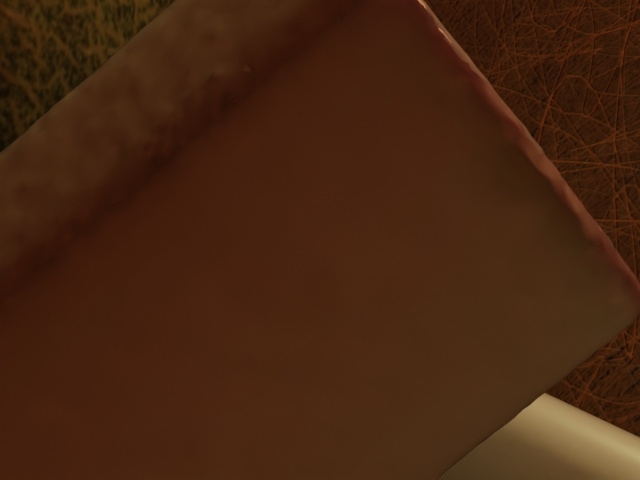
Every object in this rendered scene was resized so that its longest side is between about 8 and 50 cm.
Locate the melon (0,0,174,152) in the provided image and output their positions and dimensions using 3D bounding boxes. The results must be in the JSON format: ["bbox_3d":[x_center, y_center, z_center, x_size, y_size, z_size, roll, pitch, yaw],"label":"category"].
[{"bbox_3d":[-0.173,-0.092,0.484,0.248,0.249,0.329,55,-8,39],"label":"melon"}]

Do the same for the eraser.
[{"bbox_3d":[-0.052,0.049,0.447,0.174,0.270,0.095,44,10,-46],"label":"eraser"}]

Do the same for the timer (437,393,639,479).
[{"bbox_3d":[0.042,0.155,0.610,0.195,0.194,0.192,25,-10,34],"label":"timer"}]
